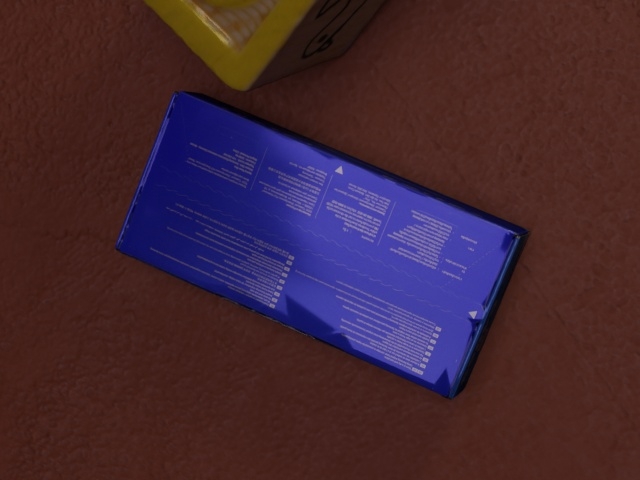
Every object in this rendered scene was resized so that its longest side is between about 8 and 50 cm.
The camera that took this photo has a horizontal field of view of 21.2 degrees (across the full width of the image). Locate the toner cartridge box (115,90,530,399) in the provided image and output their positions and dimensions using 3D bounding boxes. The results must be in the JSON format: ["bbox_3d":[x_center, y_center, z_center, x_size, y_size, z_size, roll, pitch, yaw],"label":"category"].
[{"bbox_3d":[0.000,0.000,1.582,0.348,0.075,0.165,24,99,12],"label":"toner cartridge box"}]

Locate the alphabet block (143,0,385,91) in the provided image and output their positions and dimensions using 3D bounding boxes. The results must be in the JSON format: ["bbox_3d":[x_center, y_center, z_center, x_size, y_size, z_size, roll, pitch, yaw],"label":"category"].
[{"bbox_3d":[-0.039,-0.271,1.491,0.193,0.197,0.192,44,121,10],"label":"alphabet block"}]
